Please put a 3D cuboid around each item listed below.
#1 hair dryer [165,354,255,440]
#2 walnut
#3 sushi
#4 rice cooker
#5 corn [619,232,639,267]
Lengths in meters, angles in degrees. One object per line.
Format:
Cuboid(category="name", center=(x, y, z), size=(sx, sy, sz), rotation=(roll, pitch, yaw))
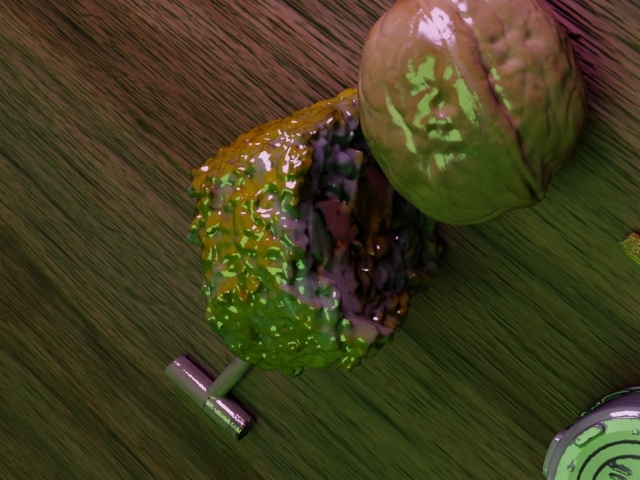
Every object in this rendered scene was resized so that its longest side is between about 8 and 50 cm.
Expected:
Cuboid(category="hair dryer", center=(-0.179, 0.232, 1.823), size=(0.195, 0.053, 0.220), rotation=(38, 125, 18))
Cuboid(category="walnut", center=(0.192, -0.178, 1.264), size=(0.313, 0.277, 0.252), rotation=(57, 160, -3))
Cuboid(category="sushi", center=(0.000, 0.000, 1.391), size=(0.240, 0.396, 0.351), rotation=(-13, 108, 34))
Cuboid(category="rice cooker", center=(0.428, 0.320, 1.316), size=(0.241, 0.227, 0.280), rotation=(15, 96, 26))
Cuboid(category="corn", center=(0.438, 0.026, 1.311), size=(0.092, 0.037, 0.037), rotation=(42, 127, 13))
